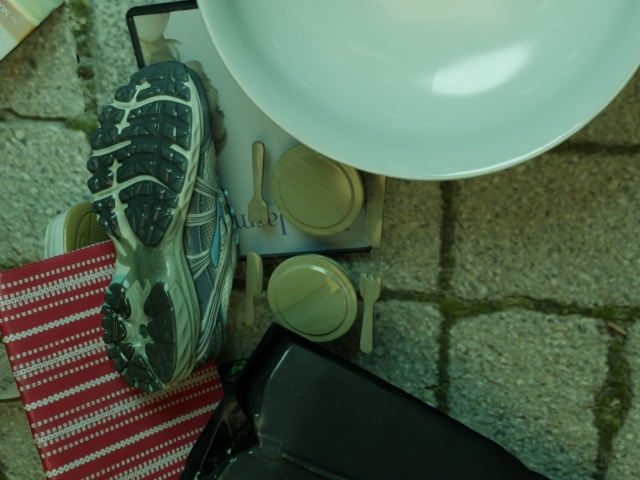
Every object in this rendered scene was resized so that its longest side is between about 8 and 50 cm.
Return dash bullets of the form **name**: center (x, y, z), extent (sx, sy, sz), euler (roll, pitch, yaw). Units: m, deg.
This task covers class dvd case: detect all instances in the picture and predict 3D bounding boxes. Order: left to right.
- **dvd case**: center (-0.059, -0.095, 0.971), extent (0.180, 0.022, 0.253), euler (-5, 119, 11)

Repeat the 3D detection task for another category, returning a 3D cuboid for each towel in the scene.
- **towel**: center (-0.176, 0.138, 0.985), extent (0.031, 0.199, 0.275), euler (-14, 93, 48)

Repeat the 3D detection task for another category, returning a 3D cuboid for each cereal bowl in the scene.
- **cereal bowl**: center (0.080, -0.221, 0.805), extent (0.339, 0.141, 0.339), euler (2, 118, 4)

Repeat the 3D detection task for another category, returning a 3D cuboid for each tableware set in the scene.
- **tableware set**: center (0.000, 0.000, 0.982), extent (0.128, 0.039, 0.194), euler (11, 116, 16)

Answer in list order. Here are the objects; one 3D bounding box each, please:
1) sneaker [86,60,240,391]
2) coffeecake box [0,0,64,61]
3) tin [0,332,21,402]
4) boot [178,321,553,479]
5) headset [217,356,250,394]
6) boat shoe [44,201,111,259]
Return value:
- **sneaker**: center (-0.129, -0.016, 0.964), extent (0.110, 0.122, 0.283), euler (10, 101, 30)
- **coffeecake box**: center (-0.338, -0.193, 0.930), extent (0.185, 0.068, 0.142), euler (-35, 109, 24)
- **tin**: center (-0.353, 0.107, 1.082), extent (0.190, 0.040, 0.106), euler (28, 121, -35)
- **boot**: center (0.059, 0.330, 1.002), extent (0.445, 0.367, 0.146), euler (31, 165, -25)
- **headset**: center (-0.065, 0.302, 1.158), extent (0.243, 0.185, 0.394), euler (12, 105, -1)
- **boat shoe**: center (-0.238, 0.099, 1.056), extent (0.096, 0.098, 0.277), euler (2, 105, 29)
